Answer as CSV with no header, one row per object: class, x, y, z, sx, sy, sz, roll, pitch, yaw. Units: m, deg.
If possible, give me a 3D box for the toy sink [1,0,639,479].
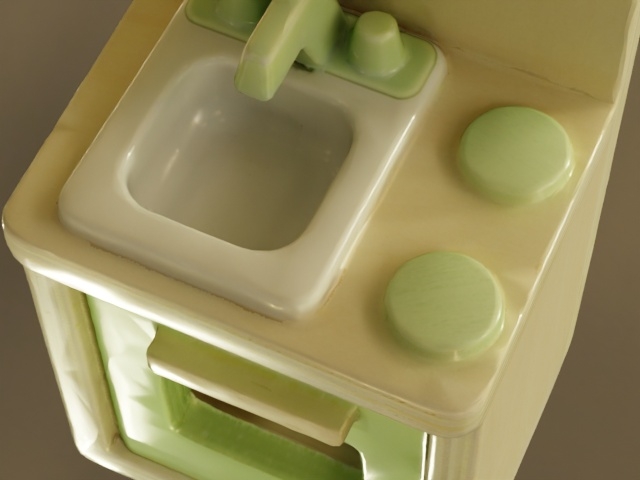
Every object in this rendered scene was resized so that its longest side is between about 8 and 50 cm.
toy sink,0.000,0.000,0.578,0.152,0.234,0.131,21,-120,12
